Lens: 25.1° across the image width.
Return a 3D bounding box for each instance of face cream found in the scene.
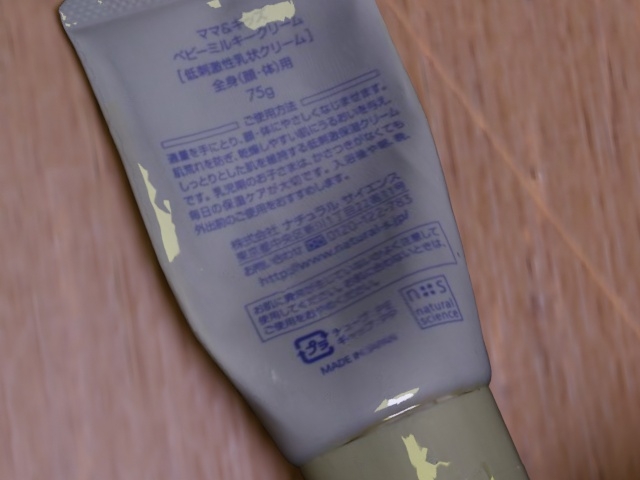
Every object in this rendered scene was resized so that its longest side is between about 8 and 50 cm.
[{"bbox_3d":[0.000,0.000,0.504,0.114,0.070,0.224,-20,78,-20],"label":"face cream"}]
